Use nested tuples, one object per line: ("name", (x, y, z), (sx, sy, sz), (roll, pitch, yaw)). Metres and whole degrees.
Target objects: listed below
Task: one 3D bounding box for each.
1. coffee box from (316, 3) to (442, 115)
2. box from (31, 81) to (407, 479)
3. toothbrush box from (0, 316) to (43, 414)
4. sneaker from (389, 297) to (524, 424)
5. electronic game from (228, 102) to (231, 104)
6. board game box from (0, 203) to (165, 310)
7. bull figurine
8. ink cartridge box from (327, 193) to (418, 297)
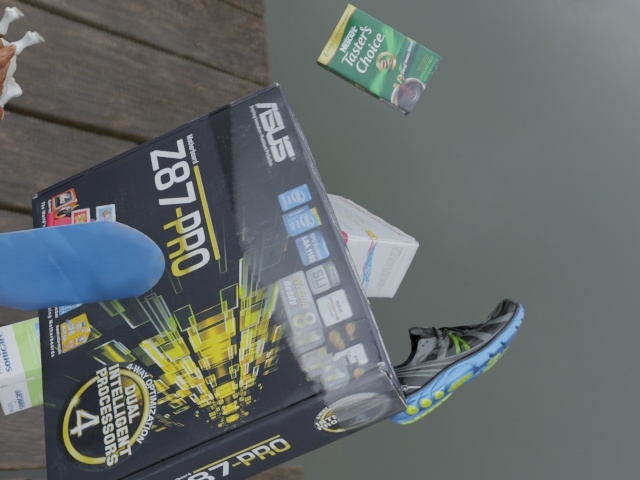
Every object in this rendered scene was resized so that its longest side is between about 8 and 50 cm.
("coffee box", (0.097, -0.303, 1.324), (0.184, 0.113, 0.040), (30, 4, -3))
("box", (-0.125, 0.050, 0.797), (0.097, 0.318, 0.394), (62, 7, -51))
("toothbrush box", (-0.571, 0.254, 1.725), (0.283, 0.206, 0.122), (-16, 64, -23))
("sneaker", (0.128, 0.106, 0.784), (0.188, 0.067, 0.078), (-30, 64, -20))
("electronic game", (-0.203, -0.148, 1.299), (0.048, 0.229, 0.229), (49, 44, -10))
("board game box", (-0.215, 0.011, 0.652), (0.133, 0.169, 0.033), (87, -5, -61))
("bull figurine", (-0.598, -0.335, 1.334), (0.101, 0.188, 0.310), (55, 11, 33))
("ink cartridge box", (0.000, 0.000, 1.438), (0.306, 0.226, 0.131), (9, 111, -52))
